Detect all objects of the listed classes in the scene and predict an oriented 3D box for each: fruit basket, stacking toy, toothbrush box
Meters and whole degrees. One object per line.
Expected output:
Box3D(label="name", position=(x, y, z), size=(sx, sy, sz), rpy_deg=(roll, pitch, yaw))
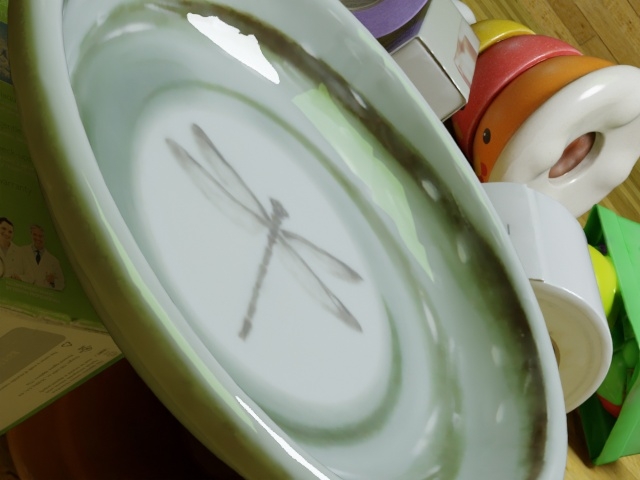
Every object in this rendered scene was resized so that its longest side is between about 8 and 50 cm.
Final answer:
Box3D(label="fruit basket", position=(0.406, 0.123, 1.510), size=(0.392, 0.282, 0.392), rpy_deg=(5, 41, -4))
Box3D(label="stacking toy", position=(0.321, -0.272, 1.756), size=(0.351, 0.350, 0.480), rpy_deg=(19, 27, -51))
Box3D(label="toothbrush box", position=(-0.229, -0.033, 0.562), size=(0.122, 0.206, 0.283), rpy_deg=(22, 42, -50))

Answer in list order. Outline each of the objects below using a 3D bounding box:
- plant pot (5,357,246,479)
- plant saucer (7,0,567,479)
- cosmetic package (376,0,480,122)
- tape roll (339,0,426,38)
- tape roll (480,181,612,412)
Box3D(label="plant pot", position=(-0.082, 0.110, 0.696), size=(0.188, 0.205, 0.205), rpy_deg=(36, 30, -65))
Box3D(label="plant saucer", position=(-0.018, -0.003, 0.540), size=(0.400, 0.101, 0.400), rpy_deg=(39, 31, -29))
Box3D(label="cosmetic package", position=(0.150, -0.274, 1.536), size=(0.129, 0.153, 0.296), rpy_deg=(49, 29, -14))
Box3D(label="tape roll", position=(0.043, -0.421, 1.372), size=(0.274, 0.275, 0.090), rpy_deg=(52, 27, -11))
Box3D(label="tape roll", position=(0.197, 0.079, 1.128), size=(0.246, 0.246, 0.169), rpy_deg=(43, 31, -27))
